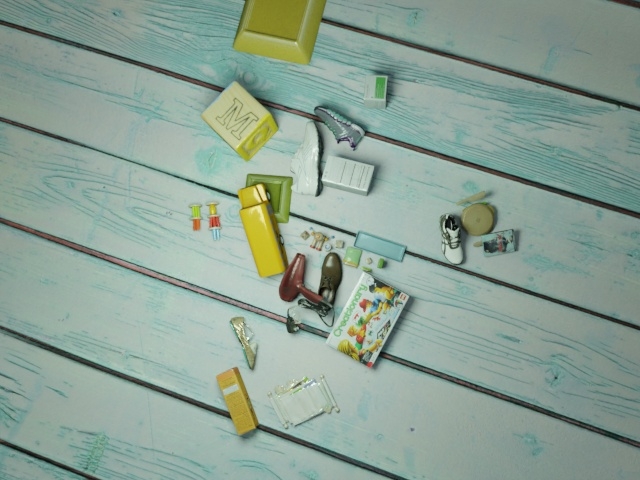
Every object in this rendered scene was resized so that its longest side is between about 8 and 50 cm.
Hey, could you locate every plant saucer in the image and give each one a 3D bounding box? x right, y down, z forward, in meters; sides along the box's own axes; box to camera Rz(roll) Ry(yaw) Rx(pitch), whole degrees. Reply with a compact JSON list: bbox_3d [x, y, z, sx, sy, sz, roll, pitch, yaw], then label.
[{"bbox_3d":[-0.211,-0.169,1.998,0.188,0.045,0.189,5,84,5],"label":"plant saucer"},{"bbox_3d":[-0.168,-0.907,2.059,0.332,0.081,0.333,14,86,6],"label":"plant saucer"},{"bbox_3d":[0.225,0.023,1.954,0.192,0.018,0.067,19,86,7],"label":"plant saucer"}]

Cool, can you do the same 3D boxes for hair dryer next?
[{"bbox_3d":[-0.055,0.190,1.900,0.223,0.080,0.294,-18,85,27],"label":"hair dryer"}]

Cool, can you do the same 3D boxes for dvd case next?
[{"bbox_3d":[0.665,0.009,1.907,0.119,0.013,0.087,-11,103,2],"label":"dvd case"}]

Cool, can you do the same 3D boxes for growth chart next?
[{"bbox_3d":[-0.068,0.596,1.913,0.237,0.021,0.172,-21,82,2],"label":"growth chart"}]

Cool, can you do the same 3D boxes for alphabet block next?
[{"bbox_3d":[-0.305,-0.454,1.966,0.197,0.192,0.193,44,91,9],"label":"alphabet block"}]

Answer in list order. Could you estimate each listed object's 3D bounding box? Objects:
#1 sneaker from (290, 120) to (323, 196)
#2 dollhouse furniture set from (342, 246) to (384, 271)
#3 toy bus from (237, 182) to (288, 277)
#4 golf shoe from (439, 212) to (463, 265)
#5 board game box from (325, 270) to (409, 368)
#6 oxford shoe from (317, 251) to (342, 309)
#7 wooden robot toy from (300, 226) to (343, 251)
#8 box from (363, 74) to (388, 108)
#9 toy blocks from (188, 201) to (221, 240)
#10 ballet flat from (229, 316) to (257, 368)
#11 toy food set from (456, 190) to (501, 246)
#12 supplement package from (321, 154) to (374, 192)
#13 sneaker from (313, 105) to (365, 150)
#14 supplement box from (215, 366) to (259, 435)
[{"bbox_3d":[-0.056,-0.317,1.974,0.129,0.111,0.297,1,82,12],"label":"sneaker"},{"bbox_3d":[0.160,0.074,1.933,0.151,0.058,0.076,16,85,6],"label":"dollhouse furniture set"},{"bbox_3d":[-0.220,-0.041,1.916,0.108,0.130,0.333,-14,101,9],"label":"toy bus"},{"bbox_3d":[0.486,-0.005,1.898,0.077,0.094,0.198,-15,84,2],"label":"golf shoe"},{"bbox_3d":[0.174,0.292,1.898,0.193,0.053,0.305,28,92,7],"label":"board game box"},{"bbox_3d":[0.035,0.153,1.917,0.082,0.096,0.227,6,83,7],"label":"oxford shoe"},{"bbox_3d":[0.000,0.000,1.944,0.173,0.079,0.076,21,86,7],"label":"wooden robot toy"},{"bbox_3d":[0.214,-0.574,1.978,0.087,0.102,0.101,5,85,7],"label":"box"},{"bbox_3d":[-0.451,-0.069,2.002,0.123,0.054,0.148,-7,84,3],"label":"toy blocks"},{"bbox_3d":[-0.277,0.381,1.933,0.067,0.073,0.206,-23,86,-13],"label":"ballet flat"},{"bbox_3d":[0.596,-0.079,1.929,0.132,0.038,0.192,-22,93,7],"label":"toy food set"},{"bbox_3d":[0.106,-0.245,1.949,0.179,0.105,0.105,15,85,6],"label":"supplement package"},{"bbox_3d":[0.058,-0.437,1.989,0.223,0.083,0.098,29,92,7],"label":"sneaker"},{"bbox_3d":[-0.308,0.596,1.905,0.080,0.078,0.234,-25,82,2],"label":"supplement box"}]
